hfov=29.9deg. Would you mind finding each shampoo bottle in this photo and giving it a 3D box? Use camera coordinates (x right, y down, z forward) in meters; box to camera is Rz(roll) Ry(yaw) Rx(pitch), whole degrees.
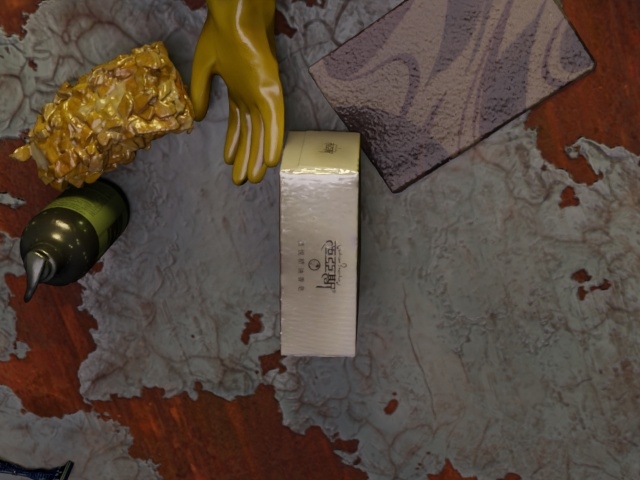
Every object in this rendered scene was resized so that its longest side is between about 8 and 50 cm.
[{"bbox_3d":[-0.336,-0.003,1.595,0.101,0.284,0.101,2,108,6],"label":"shampoo bottle"}]

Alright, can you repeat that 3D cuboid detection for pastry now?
[{"bbox_3d":[-0.296,-0.166,1.607,0.250,0.102,0.154,-23,82,15],"label":"pastry"}]

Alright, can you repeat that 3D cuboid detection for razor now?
[{"bbox_3d":[-0.464,0.359,1.869,0.154,0.044,0.028,7,135,7],"label":"razor"}]

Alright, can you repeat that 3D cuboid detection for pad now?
[{"bbox_3d":[0.175,-0.231,1.605,0.330,0.004,0.220,-33,102,16],"label":"pad"}]

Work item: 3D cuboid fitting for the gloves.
[{"bbox_3d":[-0.103,-0.213,1.581,0.116,0.133,0.294,-8,109,-21],"label":"gloves"}]

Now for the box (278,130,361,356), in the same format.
[{"bbox_3d":[0.000,0.000,1.599,0.111,0.194,0.260,-1,111,3],"label":"box"}]
